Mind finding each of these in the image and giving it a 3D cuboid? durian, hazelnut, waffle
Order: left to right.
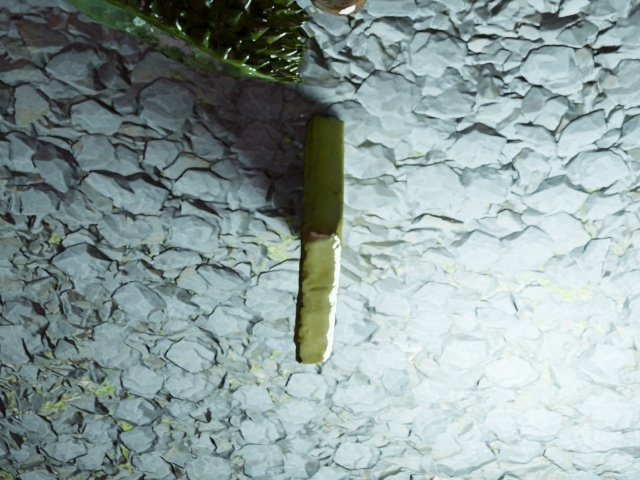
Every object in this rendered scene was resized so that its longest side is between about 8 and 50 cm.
[{"bbox_3d":[-0.172,-0.303,1.863,0.394,0.163,0.198,22,170,-12],"label":"durian"},{"bbox_3d":[0.000,0.000,2.041,0.055,0.221,0.248,3,135,-1],"label":"waffle"},{"bbox_3d":[0.019,-0.299,1.847,0.086,0.086,0.086,1,134,1],"label":"hazelnut"}]
